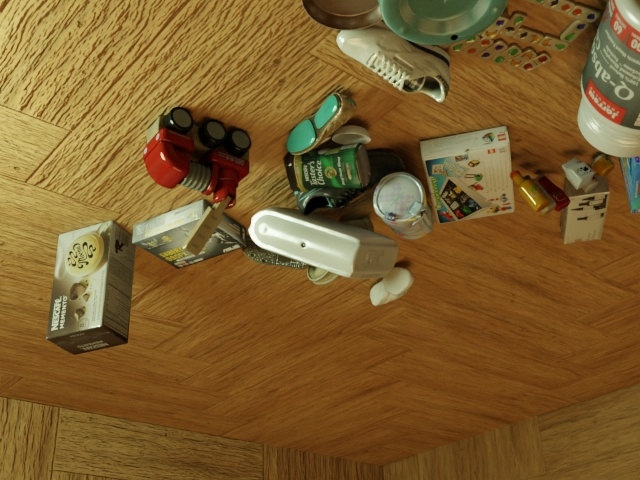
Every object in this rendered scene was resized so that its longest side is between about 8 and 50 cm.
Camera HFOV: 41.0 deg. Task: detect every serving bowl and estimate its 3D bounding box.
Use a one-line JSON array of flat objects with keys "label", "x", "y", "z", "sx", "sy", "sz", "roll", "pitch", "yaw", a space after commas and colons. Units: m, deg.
[{"label": "serving bowl", "x": 0.067, "y": -0.229, "z": 1.837, "sx": 0.083, "sy": 0.027, "sz": 0.083, "roll": 2, "pitch": 169, "yaw": 0}]

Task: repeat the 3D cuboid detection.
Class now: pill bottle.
[{"label": "pill bottle", "x": 0.588, "y": -0.319, "z": 1.531, "sx": 0.210, "sy": 0.210, "sz": 0.363, "roll": -2, "pitch": 151, "yaw": 1}]

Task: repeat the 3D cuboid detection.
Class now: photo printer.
[{"label": "photo printer", "x": 0.000, "y": 0.000, "z": 2.024, "sx": 0.307, "sy": 0.107, "sz": 0.256, "roll": 18, "pitch": -173, "yaw": 26}]

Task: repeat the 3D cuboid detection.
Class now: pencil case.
[{"label": "pencil case", "x": 0.198, "y": -0.075, "z": 1.971, "sx": 0.124, "sy": 0.113, "sz": 0.273, "roll": 19, "pitch": 176, "yaw": 13}]

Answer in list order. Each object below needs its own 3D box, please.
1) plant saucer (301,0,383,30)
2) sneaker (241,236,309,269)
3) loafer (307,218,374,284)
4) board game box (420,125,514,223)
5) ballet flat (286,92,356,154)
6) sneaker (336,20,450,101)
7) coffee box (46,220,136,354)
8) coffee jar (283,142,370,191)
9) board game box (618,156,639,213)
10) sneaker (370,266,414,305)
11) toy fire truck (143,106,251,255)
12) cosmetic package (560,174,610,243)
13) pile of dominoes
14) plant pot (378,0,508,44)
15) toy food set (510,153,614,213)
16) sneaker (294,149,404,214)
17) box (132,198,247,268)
[{"label": "plant saucer", "x": 0.050, "y": -0.431, "z": 1.480, "sx": 0.168, "sy": 0.029, "sz": 0.168, "roll": -2, "pitch": 152, "yaw": -1}, {"label": "sneaker", "x": -0.121, "y": 0.038, "z": 2.281, "sx": 0.188, "sy": 0.066, "sz": 0.071, "roll": 18, "pitch": -178, "yaw": -5}, {"label": "loafer", "x": 0.034, "y": 0.021, "z": 2.236, "sx": 0.092, "sy": 0.102, "sz": 0.268, "roll": 17, "pitch": 137, "yaw": -28}, {"label": "board game box", "x": 0.348, "y": -0.144, "z": 1.993, "sx": 0.193, "sy": 0.053, "sz": 0.305, "roll": -9, "pitch": 150, "yaw": 10}, {"label": "ballet flat", "x": 0.007, "y": -0.237, "z": 1.793, "sx": 0.067, "sy": 0.073, "sz": 0.206, "roll": 1, "pitch": 158, "yaw": -36}, {"label": "sneaker", "x": 0.140, "y": -0.333, "z": 1.593, "sx": 0.235, "sy": 0.095, "sz": 0.090, "roll": 15, "pitch": 152, "yaw": -17}, {"label": "coffee box", "x": -0.574, "y": 0.119, "z": 2.158, "sx": 0.168, "sy": 0.297, "sz": 0.119, "roll": -13, "pitch": 149, "yaw": 19}, {"label": "coffee jar", "x": 0.012, "y": -0.158, "z": 1.877, "sx": 0.184, "sy": 0.079, "sz": 0.096, "roll": -3, "pitch": 117, "yaw": 25}, {"label": "board game box", "x": 0.681, "y": -0.178, "z": 1.844, "sx": 0.047, "sy": 0.160, "sz": 0.210, "roll": -9, "pitch": 151, "yaw": 12}, {"label": "sneaker", "x": 0.228, "y": 0.129, "z": 2.476, "sx": 0.094, "sy": 0.080, "sz": 0.212, "roll": -1, "pitch": 160, "yaw": -26}, {"label": "toy fire truck", "x": -0.268, "y": -0.118, "z": 1.799, "sx": 0.217, "sy": 0.246, "sz": 0.158, "roll": 18, "pitch": 145, "yaw": -32}, {"label": "cosmetic package", "x": 0.656, "y": -0.074, "z": 2.134, "sx": 0.099, "sy": 0.060, "sz": 0.239, "roll": -6, "pitch": 151, "yaw": 10}, {"label": "pile of dominoes", "x": 0.360, "y": -0.380, "z": 1.581, "sx": 0.251, "sy": 0.040, "sz": 0.196, "roll": 11, "pitch": 148, "yaw": -21}, {"label": "plant pot", "x": 0.170, "y": -0.437, "z": 1.244, "sx": 0.271, "sy": 0.255, "sz": 0.272, "roll": -2, "pitch": 151, "yaw": -1}, {"label": "toy food set", "x": 0.549, "y": -0.144, "z": 1.970, "sx": 0.232, "sy": 0.104, "sz": 0.111, "roll": -29, "pitch": 156, "yaw": -13}, {"label": "sneaker", "x": 0.066, "y": -0.126, "z": 1.957, "sx": 0.267, "sy": 0.106, "sz": 0.101, "roll": -14, "pitch": 147, "yaw": 17}, {"label": "box", "x": -0.332, "y": -0.012, "z": 2.186, "sx": 0.231, "sy": 0.056, "sz": 0.183, "roll": -18, "pitch": 148, "yaw": 26}]
